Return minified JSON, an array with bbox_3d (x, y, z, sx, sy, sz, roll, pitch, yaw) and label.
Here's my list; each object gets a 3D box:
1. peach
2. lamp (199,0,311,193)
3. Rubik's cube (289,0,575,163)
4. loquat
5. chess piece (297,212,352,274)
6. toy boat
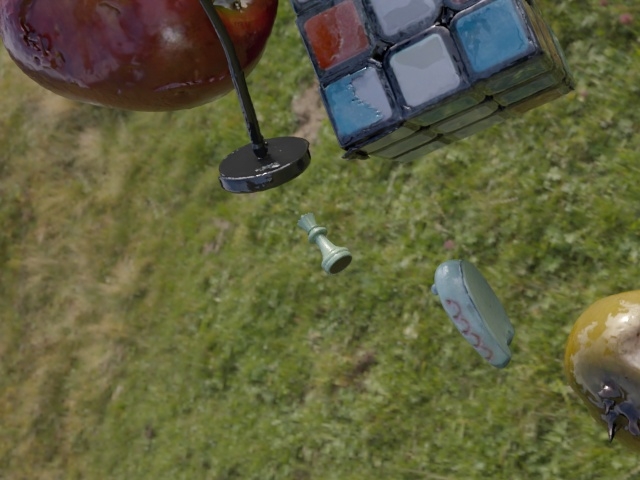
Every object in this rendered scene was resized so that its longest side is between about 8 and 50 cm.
[{"bbox_3d":[-0.284,-0.358,1.349,0.416,0.353,0.339,6,99,36],"label":"peach"},{"bbox_3d":[-0.093,-0.189,0.937,0.371,0.130,0.108,78,168,-47],"label":"lamp"},{"bbox_3d":[0.176,-0.355,1.521,0.363,0.362,0.359,-26,79,21],"label":"Rubik's cube"},{"bbox_3d":[0.407,0.157,1.141,0.213,0.213,0.213,-31,51,47],"label":"loquat"},{"bbox_3d":[0.000,0.000,1.220,0.093,0.042,0.042,52,121,26],"label":"chess piece"},{"bbox_3d":[0.264,0.127,1.624,0.078,0.208,0.134,-28,16,29],"label":"toy boat"}]
